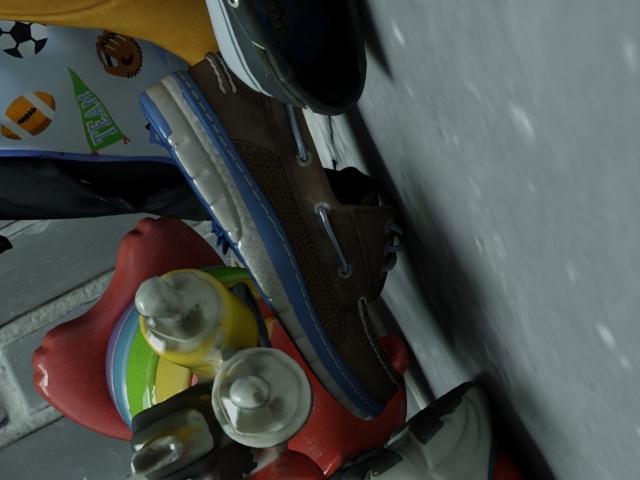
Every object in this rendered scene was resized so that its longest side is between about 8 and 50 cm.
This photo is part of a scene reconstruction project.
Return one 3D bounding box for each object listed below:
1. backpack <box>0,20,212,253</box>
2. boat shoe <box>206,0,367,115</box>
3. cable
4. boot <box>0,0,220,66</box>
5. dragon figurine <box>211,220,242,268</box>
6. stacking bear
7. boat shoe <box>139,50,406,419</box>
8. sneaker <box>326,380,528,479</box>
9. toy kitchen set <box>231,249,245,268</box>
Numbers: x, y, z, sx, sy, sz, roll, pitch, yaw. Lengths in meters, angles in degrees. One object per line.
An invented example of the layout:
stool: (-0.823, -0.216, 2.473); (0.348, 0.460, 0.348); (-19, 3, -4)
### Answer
backpack: (-0.182, -0.091, 0.659); (0.263, 0.276, 0.213); (-22, -77, -78)
boat shoe: (-0.016, -0.090, 0.290); (0.040, 0.049, 0.142); (36, 162, 33)
cable: (-0.019, 0.075, 0.458); (0.139, 0.072, 0.287); (62, -175, 1)
boot: (-0.132, -0.109, 0.381); (0.104, 0.211, 0.295); (61, 175, 28)
dragon figurine: (-0.021, 0.069, 0.935); (0.289, 0.085, 0.144); (64, 176, -2)
stacking bear: (-0.053, 0.093, 0.730); (0.164, 0.175, 0.289); (45, 160, -26)
boat shoe: (0.000, 0.000, 0.440); (0.183, 0.066, 0.066); (59, 176, -32)
sneaker: (0.055, 0.156, 0.522); (0.118, 0.107, 0.279); (56, 174, 13)
toy kitchen set: (-0.017, 0.106, 1.141); (0.166, 0.122, 0.207); (77, -175, -72)
